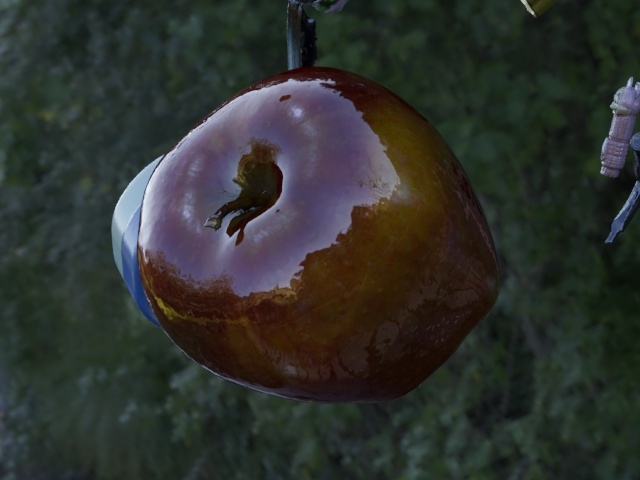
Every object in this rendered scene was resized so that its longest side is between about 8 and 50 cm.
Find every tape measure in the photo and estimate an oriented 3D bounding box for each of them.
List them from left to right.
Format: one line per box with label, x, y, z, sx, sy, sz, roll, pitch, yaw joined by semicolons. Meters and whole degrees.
tape measure;-0.096;-0.055;1.673;0.215;0.351;0.098;-15;39;-18

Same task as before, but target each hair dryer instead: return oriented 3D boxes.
hair dryer;0.232;-0.035;1.265;0.031;0.079;0.083;25;84;28

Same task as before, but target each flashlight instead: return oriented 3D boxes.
flashlight;0.322;-0.122;1.840;0.031;0.110;0.052;11;16;-7

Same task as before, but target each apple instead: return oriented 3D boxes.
apple;0.000;0.000;1.484;0.288;0.317;0.288;-16;63;33

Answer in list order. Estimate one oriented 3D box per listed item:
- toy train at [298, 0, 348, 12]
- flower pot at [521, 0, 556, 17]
toy train;-0.039;-0.415;2.003;0.173;0.249;0.307;4;32;-26
flower pot;0.286;-0.414;2.171;0.179;0.195;0.195;-38;13;8
